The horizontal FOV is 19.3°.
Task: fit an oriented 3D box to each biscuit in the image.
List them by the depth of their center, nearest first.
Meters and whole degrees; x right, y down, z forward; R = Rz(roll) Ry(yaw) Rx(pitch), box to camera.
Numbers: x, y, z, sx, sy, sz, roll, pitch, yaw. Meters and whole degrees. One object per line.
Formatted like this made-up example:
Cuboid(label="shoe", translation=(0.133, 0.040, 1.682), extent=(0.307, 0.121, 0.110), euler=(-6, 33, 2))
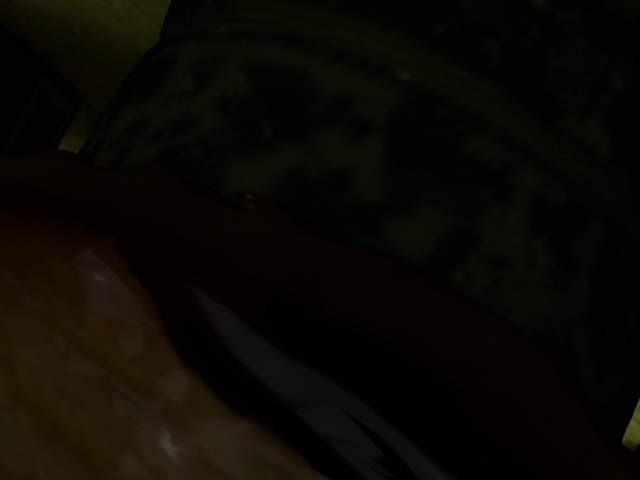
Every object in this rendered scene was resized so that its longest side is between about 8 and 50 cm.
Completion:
Cuboid(label="biscuit", translation=(-0.019, 0.121, 0.424), extent=(0.318, 0.040, 0.318), euler=(21, 130, 27))

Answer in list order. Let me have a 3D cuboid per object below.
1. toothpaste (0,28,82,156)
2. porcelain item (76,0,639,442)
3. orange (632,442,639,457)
Cuboid(label="toothpaste", translation=(-0.146, -0.075, 0.627), extent=(0.037, 0.043, 0.178), euler=(19, 165, 35))
Cuboid(label="porcelain item", translation=(0.015, -0.001, 0.454), extent=(0.147, 0.114, 0.147), euler=(25, 160, 10))
Cuboid(label="orange", translation=(0.161, 0.104, 0.436), extent=(0.206, 0.206, 0.206), euler=(24, 166, 6))
